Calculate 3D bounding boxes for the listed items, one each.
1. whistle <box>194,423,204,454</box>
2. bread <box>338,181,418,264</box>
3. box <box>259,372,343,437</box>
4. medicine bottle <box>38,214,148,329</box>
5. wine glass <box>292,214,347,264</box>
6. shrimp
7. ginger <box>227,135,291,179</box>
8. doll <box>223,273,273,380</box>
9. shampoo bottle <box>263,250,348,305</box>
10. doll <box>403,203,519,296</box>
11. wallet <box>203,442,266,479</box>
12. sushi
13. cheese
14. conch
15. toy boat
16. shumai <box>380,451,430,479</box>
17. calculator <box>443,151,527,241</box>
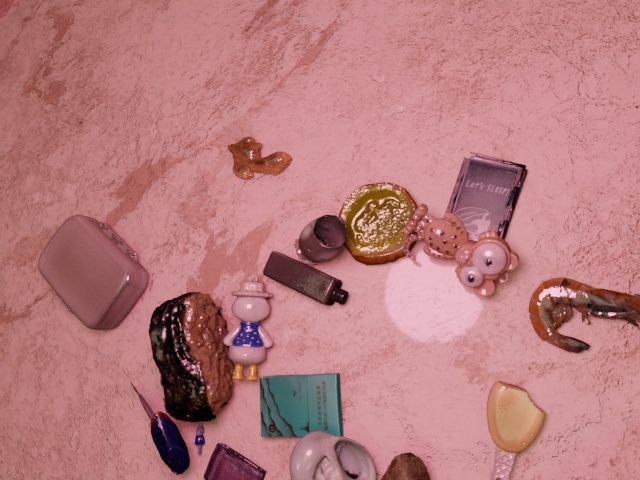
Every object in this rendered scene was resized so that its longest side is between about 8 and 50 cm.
[{"bbox_3d":[-0.347,0.570,1.360,0.029,0.033,0.083,-5,78,14],"label":"whistle"},{"bbox_3d":[0.158,-0.046,1.295,0.236,0.070,0.236,-3,78,17],"label":"bread"},{"bbox_3d":[-0.055,0.444,1.281,0.226,0.042,0.161,-8,76,17],"label":"box"},{"bbox_3d":[-0.745,0.100,1.543,0.375,0.123,0.282,38,94,21],"label":"medicine bottle"},{"bbox_3d":[0.000,0.000,1.263,0.111,0.204,0.111,4,74,-15],"label":"wine glass"},{"bbox_3d":[0.640,0.188,1.096,0.296,0.058,0.169,13,90,24],"label":"shrimp"},{"bbox_3d":[-0.195,-0.261,1.464,0.214,0.059,0.133,-7,81,19],"label":"ginger"},{"bbox_3d":[-0.201,0.242,1.334,0.138,0.119,0.293,3,81,-2],"label":"doll"},{"bbox_3d":[-0.037,0.111,1.324,0.246,0.080,0.079,23,89,22],"label":"shampoo bottle"},{"bbox_3d":[0.337,0.020,1.165,0.278,0.119,0.154,27,114,18],"label":"doll"},{"bbox_3d":[-0.239,0.649,1.308,0.166,0.030,0.111,21,86,21],"label":"wallet"},{"bbox_3d":[-0.350,0.324,1.324,0.170,0.211,0.350,-14,80,11],"label":"sushi"},{"bbox_3d":[0.441,0.467,1.105,0.127,0.050,0.255,11,84,19],"label":"cheese"},{"bbox_3d":[0.031,0.566,1.181,0.221,0.121,0.185,36,100,-2],"label":"conch"},{"bbox_3d":[-0.458,0.504,1.334,0.072,0.219,0.318,-26,63,-28],"label":"toy boat"},{"bbox_3d":[0.153,0.626,1.088,0.203,0.222,0.272,-7,86,21],"label":"shumai"},{"bbox_3d":[0.419,-0.090,1.237,0.165,0.028,0.274,19,85,22],"label":"calculator"}]
